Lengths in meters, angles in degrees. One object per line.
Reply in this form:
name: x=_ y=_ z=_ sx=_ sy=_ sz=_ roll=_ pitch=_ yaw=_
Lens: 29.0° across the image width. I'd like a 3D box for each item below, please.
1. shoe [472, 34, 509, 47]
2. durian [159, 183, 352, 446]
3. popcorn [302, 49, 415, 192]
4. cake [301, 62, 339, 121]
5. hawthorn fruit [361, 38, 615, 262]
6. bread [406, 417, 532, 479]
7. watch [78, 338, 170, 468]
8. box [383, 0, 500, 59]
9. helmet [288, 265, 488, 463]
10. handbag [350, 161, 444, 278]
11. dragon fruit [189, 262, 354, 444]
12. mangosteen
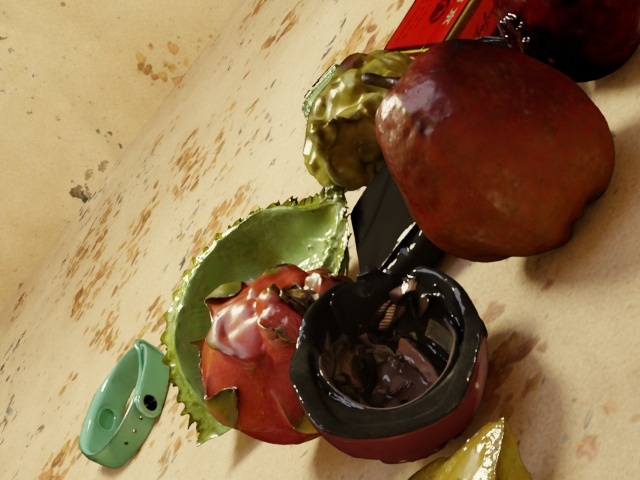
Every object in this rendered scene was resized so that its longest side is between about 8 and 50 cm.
shoe: x=0.221 y=-0.210 z=1.509 sx=0.099 sy=0.112 sz=0.227 roll=-49 pitch=22 yaw=22
durian: x=-0.090 y=0.082 z=1.669 sx=0.394 sy=0.163 sz=0.198 roll=-53 pitch=23 yaw=9
popcorn: x=0.069 y=-0.156 z=1.712 sx=0.218 sy=0.169 sz=0.189 roll=-61 pitch=10 yaw=18
cake: x=0.060 y=-0.164 z=1.951 sx=0.100 sy=0.099 sz=0.235 roll=-47 pitch=41 yaw=21
hawthorn fruit: x=0.157 y=-0.100 z=1.261 sx=0.224 sy=0.261 sz=0.224 roll=-52 pitch=12 yaw=16
bread: x=0.105 y=0.265 z=1.056 sx=0.233 sy=0.088 sz=0.160 roll=-41 pitch=19 yaw=44
watch: x=-0.334 y=0.279 z=2.118 sx=0.195 sy=0.068 sz=0.237 roll=-38 pitch=26 yaw=39
box: x=0.192 y=-0.322 z=1.829 sx=0.153 sy=0.074 sz=0.240 roll=-54 pitch=19 yaw=-7
helmet: x=0.075 y=0.139 z=1.235 sx=0.198 sy=0.154 sz=0.253 roll=-12 pitch=41 yaw=6
handbag: x=0.123 y=-0.043 z=1.538 sx=0.223 sy=0.080 sz=0.247 roll=-58 pitch=18 yaw=24
dragon fruit: x=-0.034 y=0.127 z=1.421 sx=0.227 sy=0.224 sz=0.224 roll=-31 pitch=31 yaw=52
mangosteen: x=0.292 y=-0.268 z=1.376 sx=0.200 sy=0.200 sz=0.200 roll=-47 pitch=21 yaw=24
